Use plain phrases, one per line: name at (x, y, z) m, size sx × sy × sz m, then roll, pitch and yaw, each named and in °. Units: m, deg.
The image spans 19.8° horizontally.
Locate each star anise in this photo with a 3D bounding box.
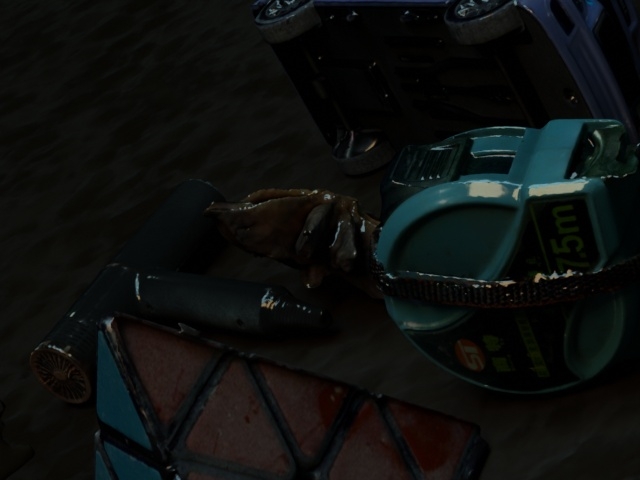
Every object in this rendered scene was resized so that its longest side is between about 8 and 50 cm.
star anise at (0.011, 0.004, 1.014) m, size 0.129 × 0.056 × 0.124 m, roll 18°, pitch 3°, yaw 18°

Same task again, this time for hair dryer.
hair dryer at (-0.055, 0.024, 1.090) m, size 0.195 × 0.050 × 0.173 m, roll -4°, pitch 37°, yaw 36°

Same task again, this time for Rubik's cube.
Rubik's cube at (-0.030, 0.144, 0.845) m, size 0.190 × 0.211 × 0.178 m, roll -11°, pitch -16°, yaw -43°

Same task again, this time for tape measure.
tape measure at (0.094, 0.011, 0.853) m, size 0.146 × 0.125 × 0.081 m, roll -2°, pitch 38°, yaw 25°

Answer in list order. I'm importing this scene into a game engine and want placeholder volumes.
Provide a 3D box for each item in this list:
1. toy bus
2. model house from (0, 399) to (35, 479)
toy bus at (0.088, -0.116, 1.090) m, size 0.133 × 0.125 × 0.292 m, roll -41°, pitch 26°, yaw -22°
model house at (-0.231, 0.161, 0.833) m, size 0.243 × 0.211 × 0.204 m, roll -39°, pitch 28°, yaw -18°
